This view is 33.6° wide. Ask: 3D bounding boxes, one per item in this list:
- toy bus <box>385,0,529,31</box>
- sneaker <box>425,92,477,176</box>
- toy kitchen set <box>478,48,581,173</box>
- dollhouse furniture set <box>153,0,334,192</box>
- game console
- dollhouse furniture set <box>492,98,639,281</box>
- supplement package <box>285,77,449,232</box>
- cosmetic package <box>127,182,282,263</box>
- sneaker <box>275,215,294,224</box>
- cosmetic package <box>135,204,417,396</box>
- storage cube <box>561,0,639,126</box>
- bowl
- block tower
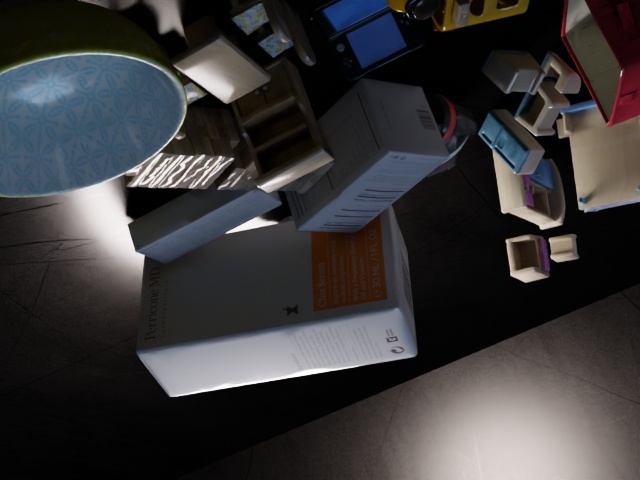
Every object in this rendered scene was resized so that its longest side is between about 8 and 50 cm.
[{"bbox_3d":[0.164,-0.316,1.324,0.191,0.104,0.202,18,130,-43],"label":"toy bus"},{"bbox_3d":[0.158,-0.141,1.792,0.135,0.097,0.276,3,147,-40],"label":"sneaker"},{"bbox_3d":[0.301,-0.224,1.747,0.166,0.122,0.207,-4,133,-33],"label":"toy kitchen set"},{"bbox_3d":[-0.097,-0.186,1.386,0.212,0.161,0.242,-26,157,16],"label":"dollhouse furniture set"},{"bbox_3d":[0.064,-0.284,1.421,0.122,0.107,0.071,-25,-174,13],"label":"game console"},{"bbox_3d":[0.505,-0.088,1.939,0.303,0.286,0.198,-15,164,32],"label":"dollhouse furniture set"},{"bbox_3d":[0.060,-0.129,1.687,0.134,0.139,0.244,1,151,-40],"label":"supplement package"},{"bbox_3d":[-0.194,-0.045,1.769,0.239,0.060,0.099,-26,159,15],"label":"cosmetic package"},{"bbox_3d":[0.000,0.000,2.010,0.232,0.090,0.115,-12,160,-16],"label":"sneaker"},{"bbox_3d":[-0.074,0.104,1.841,0.453,0.230,0.161,-11,141,10],"label":"cosmetic package"},{"bbox_3d":[0.483,-0.311,1.556,0.193,0.183,0.215,-21,158,0],"label":"storage cube"},{"bbox_3d":[-0.311,-0.187,1.209,0.289,0.156,0.289,-18,158,-7],"label":"bowl"},{"bbox_3d":[-0.144,-0.135,1.564,0.335,0.097,0.091,2,150,-39],"label":"block tower"}]
